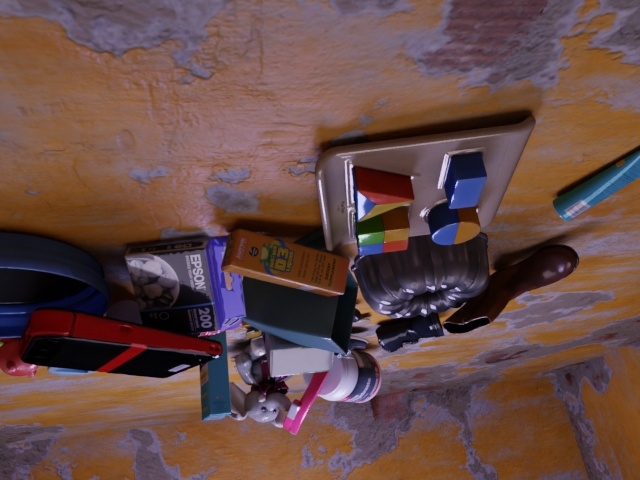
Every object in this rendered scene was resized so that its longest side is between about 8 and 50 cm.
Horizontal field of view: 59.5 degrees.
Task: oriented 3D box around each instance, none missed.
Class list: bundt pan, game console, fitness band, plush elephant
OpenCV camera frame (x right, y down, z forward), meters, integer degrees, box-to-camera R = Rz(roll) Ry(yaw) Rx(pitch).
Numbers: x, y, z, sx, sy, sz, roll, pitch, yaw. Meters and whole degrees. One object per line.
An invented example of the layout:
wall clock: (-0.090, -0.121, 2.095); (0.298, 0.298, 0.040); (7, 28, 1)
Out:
bundt pan: (0.244, 0.093, 1.310); (0.331, 0.124, 0.330); (-8, 157, -4)
game console: (-0.423, 0.221, 1.152); (0.342, 0.060, 0.387); (14, 156, -27)
fitness band: (-0.036, 0.487, 1.762); (0.054, 0.209, 0.290); (30, 134, 9)
plush elephant: (-0.173, 0.472, 1.826); (0.272, 0.255, 0.330); (15, 146, -42)

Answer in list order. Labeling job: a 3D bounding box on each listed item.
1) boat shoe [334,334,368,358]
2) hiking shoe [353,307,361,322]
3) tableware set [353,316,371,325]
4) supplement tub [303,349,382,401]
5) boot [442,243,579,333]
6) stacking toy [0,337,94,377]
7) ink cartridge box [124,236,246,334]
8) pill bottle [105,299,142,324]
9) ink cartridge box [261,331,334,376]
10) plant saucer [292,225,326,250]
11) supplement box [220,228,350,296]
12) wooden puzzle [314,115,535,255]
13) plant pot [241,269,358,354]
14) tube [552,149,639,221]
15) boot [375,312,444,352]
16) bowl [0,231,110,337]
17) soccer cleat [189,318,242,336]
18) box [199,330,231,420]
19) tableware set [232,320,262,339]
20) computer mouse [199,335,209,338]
boat shoe: (0.052, 0.337, 1.801); (0.255, 0.078, 0.095); (16, 163, -42)
hiking shoe: (0.008, 0.241, 1.556); (0.227, 0.114, 0.086); (-2, 155, -15)
tableware set: (0.066, 0.249, 1.710); (0.169, 0.020, 0.141); (-19, 152, 23)
supplement tub: (0.082, 0.481, 2.015); (0.191, 0.191, 0.272); (-23, 152, 28)
boot: (0.456, 0.116, 1.346); (0.281, 0.096, 0.264); (-28, -175, -42)
stacking toy: (-0.732, 0.306, 1.416); (0.280, 0.130, 0.309); (-18, 154, 18)
ink cartridge box: (-0.259, 0.095, 1.110); (0.209, 0.045, 0.206); (-7, 122, -6)
pill bottle: (-0.446, 0.217, 1.338); (0.118, 0.117, 0.208); (-5, 155, -10)
ink cartridge box: (-0.065, 0.230, 1.383); (0.153, 0.208, 0.086); (-3, 119, -12)
plant saucer: (0.000, 0.000, 1.146); (0.067, 0.018, 0.192); (16, 147, -43)
supplement box: (-0.066, 0.046, 1.076); (0.234, 0.077, 0.080); (15, 167, -18)
wooden puzzle: (0.174, -0.065, 0.968); (0.348, 0.080, 0.322); (-11, 153, -1)
plant pot: (-0.056, 0.142, 1.241); (0.235, 0.165, 0.165); (4, 158, 17)
tube: (0.549, -0.110, 1.071); (0.080, 0.052, 0.207); (7, 146, -41)
boot: (0.280, 0.287, 1.776); (0.207, 0.094, 0.246); (-16, 161, 6)
bowl: (-0.606, 0.092, 1.059); (0.392, 0.077, 0.391); (-8, 156, -4)
soccer cleat: (-0.280, 0.185, 1.327); (0.109, 0.116, 0.318); (-15, 155, 14)
box: (-0.300, 0.373, 1.577); (0.060, 0.244, 0.100); (4, 153, -25)
tableware set: (-0.187, 0.251, 1.624); (0.104, 0.024, 0.154); (-19, 153, 12)
computer mouse: (-0.344, 0.206, 1.459); (0.071, 0.041, 0.242); (7, 153, 12)
